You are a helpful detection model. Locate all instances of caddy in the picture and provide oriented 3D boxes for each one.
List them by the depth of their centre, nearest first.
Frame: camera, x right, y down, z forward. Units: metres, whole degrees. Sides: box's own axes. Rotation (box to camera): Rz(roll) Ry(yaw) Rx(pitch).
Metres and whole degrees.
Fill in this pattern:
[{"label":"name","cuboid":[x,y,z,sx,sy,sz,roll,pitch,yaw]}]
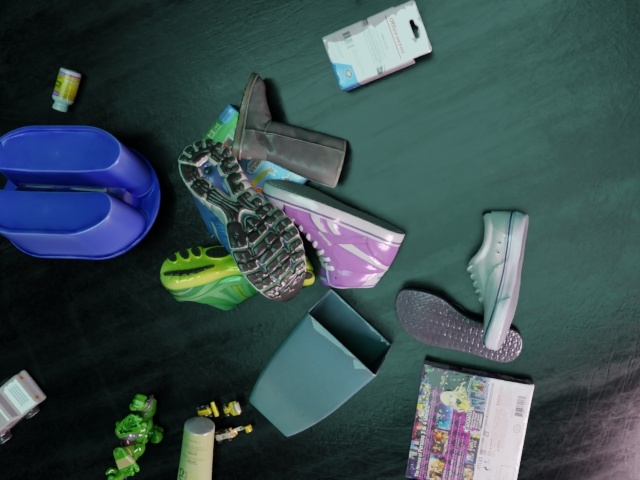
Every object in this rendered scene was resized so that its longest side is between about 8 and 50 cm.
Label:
[{"label":"caddy","cuboid":[-0.488,-0.090,1.478,0.341,0.179,0.241,2,73,11]}]

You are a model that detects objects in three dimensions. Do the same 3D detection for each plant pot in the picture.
[{"label":"plant pot","cuboid":[-0.014,0.247,1.433,0.165,0.166,0.234,43,109,4]}]

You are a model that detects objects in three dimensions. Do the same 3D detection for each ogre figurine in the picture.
[{"label":"ogre figurine","cuboid":[-0.378,0.393,1.538,0.097,0.118,0.197,0,98,6]}]

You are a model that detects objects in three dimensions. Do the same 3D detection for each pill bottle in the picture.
[{"label":"pill bottle","cuboid":[-0.514,-0.303,1.521,0.043,0.043,0.083,21,100,8]}]

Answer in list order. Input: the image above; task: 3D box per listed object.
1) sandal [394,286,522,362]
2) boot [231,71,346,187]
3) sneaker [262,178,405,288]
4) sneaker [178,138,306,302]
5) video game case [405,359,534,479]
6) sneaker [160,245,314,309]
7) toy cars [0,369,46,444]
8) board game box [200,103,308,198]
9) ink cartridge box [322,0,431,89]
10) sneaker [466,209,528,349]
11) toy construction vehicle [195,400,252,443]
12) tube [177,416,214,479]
[{"label":"sandal","cuboid":[0.255,0.162,1.431,0.254,0.054,0.097,24,108,-2]},{"label":"boot","cuboid":[-0.052,-0.207,1.417,0.208,0.076,0.189,10,80,-4]},{"label":"sneaker","cuboid":[0.000,0.000,1.414,0.282,0.102,0.161,25,106,-5]},{"label":"sneaker","cuboid":[-0.137,-0.032,1.392,0.130,0.147,0.330,-32,82,-10]},{"label":"video game case","cuboid":[0.284,0.362,1.447,0.210,0.042,0.232,9,98,10]},{"label":"sneaker","cuboid":[-0.159,0.067,1.476,0.295,0.123,0.109,-2,55,-2]},{"label":"toy cars","cuboid":[-0.789,0.367,1.628,0.394,0.087,0.176,1,97,10]},{"label":"board game box","cuboid":[-0.144,-0.137,1.473,0.211,0.039,0.160,41,101,3]},{"label":"ink cartridge box","cuboid":[0.107,-0.357,1.388,0.180,0.060,0.104,-20,92,12]},{"label":"sneaker","cuboid":[0.315,0.069,1.378,0.091,0.094,0.258,8,78,23]},{"label":"toy construction vehicle","cuboid":[-0.196,0.366,1.545,0.098,0.035,0.086,-21,91,21]},{"label":"tube","cuboid":[-0.257,0.477,1.550,0.070,0.062,0.240,36,125,46]}]
